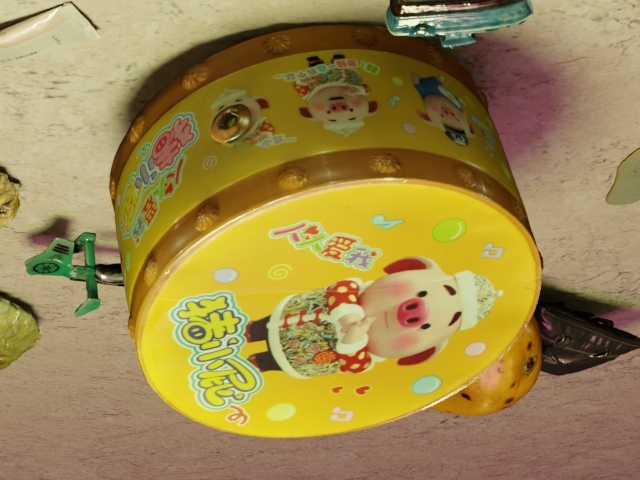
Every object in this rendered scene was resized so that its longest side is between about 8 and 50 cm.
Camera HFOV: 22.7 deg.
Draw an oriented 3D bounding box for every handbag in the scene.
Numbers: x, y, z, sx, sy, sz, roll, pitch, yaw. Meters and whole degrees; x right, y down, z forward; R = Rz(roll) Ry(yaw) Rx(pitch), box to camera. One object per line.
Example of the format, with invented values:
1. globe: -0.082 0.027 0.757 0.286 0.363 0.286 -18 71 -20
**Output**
1. handbag: 0.342 0.144 2.398 0.254 0.088 0.211 18 158 -35

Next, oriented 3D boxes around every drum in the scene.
1. drum: 0.000 0.000 1.608 0.431 0.214 0.431 -9 142 -7

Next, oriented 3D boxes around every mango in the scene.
1. mango: 0.200 0.165 2.279 0.191 0.160 0.290 39 145 -20

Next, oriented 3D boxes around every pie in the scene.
1. pie: -0.527 0.138 2.201 0.306 0.071 0.306 -4 160 -2

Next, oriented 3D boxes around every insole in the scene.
1. insole: 0.388 -0.080 1.945 0.064 0.004 0.188 -2 159 -5

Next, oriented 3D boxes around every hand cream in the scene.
1. hand cream: -0.316 -0.175 1.493 0.216 0.038 0.052 -17 -179 13

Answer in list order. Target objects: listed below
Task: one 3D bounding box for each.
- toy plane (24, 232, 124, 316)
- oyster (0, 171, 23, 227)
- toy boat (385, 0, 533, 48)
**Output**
1. toy plane: -0.197 0.050 2.021 0.382 0.106 0.155 8 149 -30
2. oyster: -0.425 -0.029 1.782 0.214 0.083 0.223 -20 161 39
3. toy boat: 0.128 -0.209 1.467 0.137 0.060 0.061 -10 140 -3
